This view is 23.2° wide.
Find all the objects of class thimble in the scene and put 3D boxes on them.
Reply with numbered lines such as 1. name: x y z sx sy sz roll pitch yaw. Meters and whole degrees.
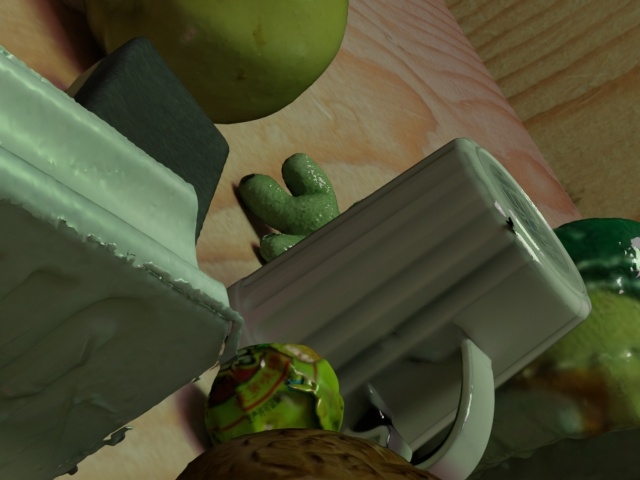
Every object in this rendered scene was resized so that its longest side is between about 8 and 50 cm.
1. thimble: 0.194 0.101 1.202 0.254 0.288 0.167 11 63 -36

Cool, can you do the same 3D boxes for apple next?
1. apple: -0.073 -0.177 1.134 0.200 0.200 0.200 51 16 -20

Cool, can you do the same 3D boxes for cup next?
1. cup: 0.072 0.065 1.036 0.221 0.202 0.167 60 15 25

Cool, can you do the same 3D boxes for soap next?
1. soap: -0.152 0.003 0.574 0.261 0.150 0.094 37 29 -51

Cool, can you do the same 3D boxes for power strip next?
1. power strip: -0.118 -0.041 0.932 0.105 0.070 0.256 54 16 -15

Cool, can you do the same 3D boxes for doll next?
1. doll: 0.000 0.000 1.207 0.115 0.077 0.150 -19 62 -28

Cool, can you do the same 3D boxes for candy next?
1. candy: 0.017 0.167 0.943 0.262 0.077 0.073 58 15 -25

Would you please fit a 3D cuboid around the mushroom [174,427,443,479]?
1. mushroom: 0.030 0.194 0.737 0.253 0.153 0.253 52 3 -4
